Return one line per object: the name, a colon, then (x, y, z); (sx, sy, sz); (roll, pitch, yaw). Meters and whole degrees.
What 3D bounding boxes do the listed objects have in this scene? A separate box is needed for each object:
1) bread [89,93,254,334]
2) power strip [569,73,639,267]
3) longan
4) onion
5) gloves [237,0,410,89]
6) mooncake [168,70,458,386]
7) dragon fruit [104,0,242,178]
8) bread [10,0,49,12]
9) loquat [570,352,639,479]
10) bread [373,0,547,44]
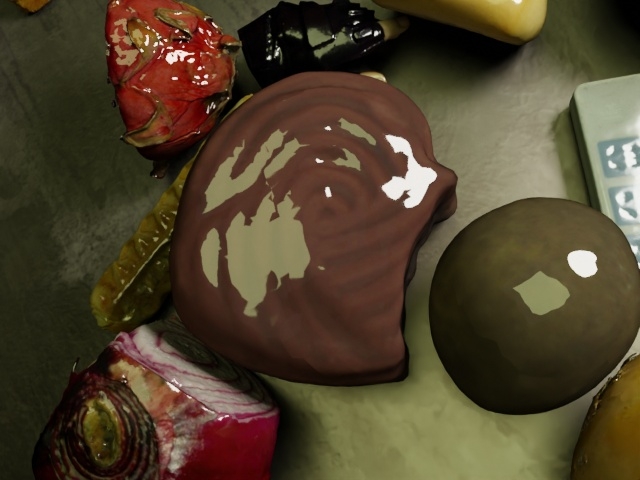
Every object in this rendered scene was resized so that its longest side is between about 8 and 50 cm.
bread: (-0.168, -0.034, 0.707); (0.367, 0.084, 0.077); (-53, 27, -2)
power strip: (0.350, -0.065, 0.581); (0.118, 0.046, 0.271); (-8, 71, 14)
longan: (0.194, 0.058, 0.513); (0.198, 0.198, 0.212); (39, 95, 23)
onion: (-0.160, 0.214, 0.565); (0.206, 0.216, 0.207); (35, 96, 7)
gloves: (0.014, -0.254, 0.709); (0.203, 0.124, 0.164); (-25, 86, 16)
mooncake: (0.000, 0.000, 0.581); (0.326, 0.174, 0.334); (-36, 76, -7)
dragon fruit: (-0.171, -0.214, 0.704); (0.148, 0.218, 0.224); (-4, 72, -1)
bread: (-0.553, -0.527, 0.975); (0.139, 0.077, 0.271); (-39, 70, 5)
loquat: (0.317, 0.187, 0.414); (0.235, 0.235, 0.235); (-5, 72, 15)
bread: (0.166, -0.306, 0.654); (0.217, 0.147, 0.098); (23, 118, 18)
